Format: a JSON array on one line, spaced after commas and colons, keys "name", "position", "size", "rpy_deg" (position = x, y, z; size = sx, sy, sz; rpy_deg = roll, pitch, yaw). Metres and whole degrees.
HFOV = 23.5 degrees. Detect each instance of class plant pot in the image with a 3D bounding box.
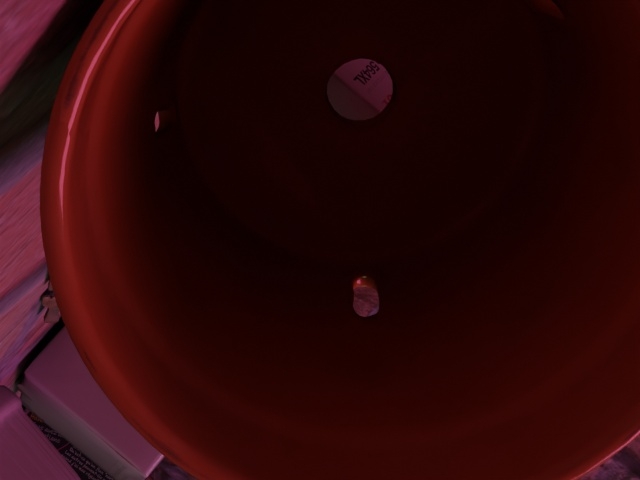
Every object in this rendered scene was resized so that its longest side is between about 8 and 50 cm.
[{"name": "plant pot", "position": [0.027, -0.046, 0.705], "size": [0.291, 0.291, 0.203], "rpy_deg": [-50, -163, 14]}]

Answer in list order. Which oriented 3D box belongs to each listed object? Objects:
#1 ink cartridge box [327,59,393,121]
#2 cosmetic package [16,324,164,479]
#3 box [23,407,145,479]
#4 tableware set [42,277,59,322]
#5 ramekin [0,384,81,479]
[{"name": "ink cartridge box", "position": [-0.005, -0.086, 0.871], "size": [0.090, 0.143, 0.092], "rpy_deg": [-50, -179, 36]}, {"name": "cosmetic package", "position": [-0.121, 0.053, 1.510], "size": [0.365, 0.155, 0.197], "rpy_deg": [-51, -178, -16]}, {"name": "box", "position": [-0.289, 0.258, 1.824], "size": [0.142, 0.163, 0.247], "rpy_deg": [-53, -179, -4]}, {"name": "tableware set", "position": [-0.140, 0.052, 1.145], "size": [0.194, 0.128, 0.039], "rpy_deg": [126, -40, -71]}, {"name": "ramekin", "position": [-0.314, 0.263, 1.305], "size": [0.273, 0.127, 0.273], "rpy_deg": [-50, 180, 0]}]
